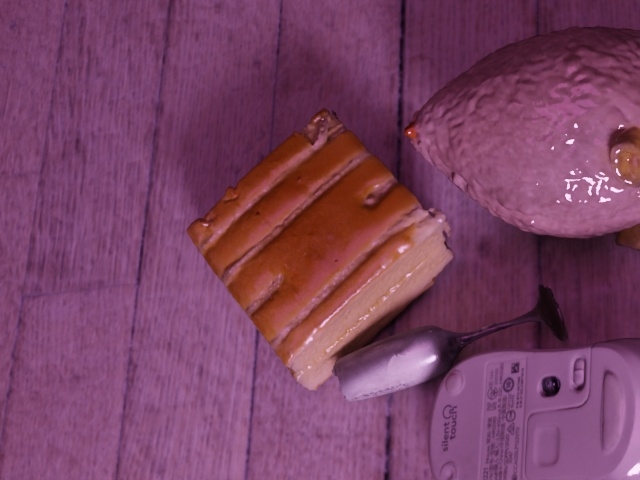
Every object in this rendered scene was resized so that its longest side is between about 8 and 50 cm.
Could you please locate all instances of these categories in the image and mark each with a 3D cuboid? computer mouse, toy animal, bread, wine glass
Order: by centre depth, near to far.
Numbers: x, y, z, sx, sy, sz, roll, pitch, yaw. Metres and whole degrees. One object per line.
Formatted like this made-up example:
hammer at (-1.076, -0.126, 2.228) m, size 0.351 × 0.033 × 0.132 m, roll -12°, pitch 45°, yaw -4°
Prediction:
computer mouse at (0.243, 0.187, 1.399) m, size 0.296 × 0.121 × 0.184 m, roll -21°, pitch 61°, yaw 46°
toy animal at (0.268, -0.113, 1.499) m, size 0.358 × 0.188 × 0.227 m, roll -7°, pitch 61°, yaw 13°
wine glass at (0.133, 0.118, 1.529) m, size 0.262 × 0.074 × 0.074 m, roll -20°, pitch 60°, yaw 17°
bread at (0.000, 0.000, 1.615) m, size 0.246 × 0.111 × 0.239 m, roll -41°, pitch 58°, yaw 2°
